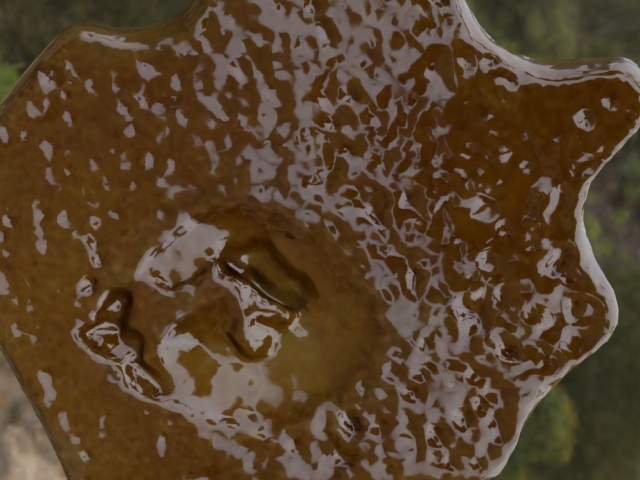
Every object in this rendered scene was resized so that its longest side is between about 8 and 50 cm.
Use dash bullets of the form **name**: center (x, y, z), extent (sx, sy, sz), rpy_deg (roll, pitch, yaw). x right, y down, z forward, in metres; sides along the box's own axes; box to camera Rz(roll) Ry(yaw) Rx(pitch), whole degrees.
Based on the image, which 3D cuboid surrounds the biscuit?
- **biscuit**: center (0.000, -0.001, 0.506), extent (0.182, 0.215, 0.034), rpy_deg (63, 9, -9)
